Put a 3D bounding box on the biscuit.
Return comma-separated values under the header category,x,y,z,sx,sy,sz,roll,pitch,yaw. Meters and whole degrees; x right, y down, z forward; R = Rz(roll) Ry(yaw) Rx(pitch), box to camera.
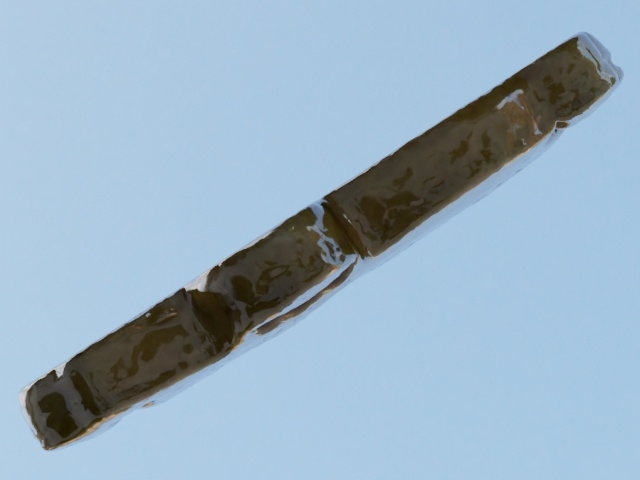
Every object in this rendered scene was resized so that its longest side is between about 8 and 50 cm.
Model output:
category,x,y,z,sx,sy,sz,roll,pitch,yaw
biscuit,0.002,0.002,0.666,0.249,0.184,0.035,-33,-89,-10
